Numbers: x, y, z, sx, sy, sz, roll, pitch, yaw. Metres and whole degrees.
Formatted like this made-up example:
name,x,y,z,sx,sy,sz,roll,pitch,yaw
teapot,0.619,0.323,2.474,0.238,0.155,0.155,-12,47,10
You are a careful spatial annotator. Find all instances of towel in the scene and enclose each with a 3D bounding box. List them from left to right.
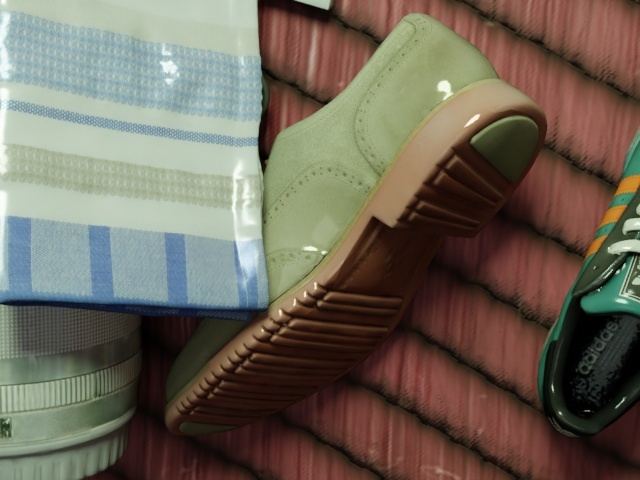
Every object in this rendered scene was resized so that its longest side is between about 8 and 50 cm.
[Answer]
name,x,y,z,sx,sy,sz,roll,pitch,yaw
towel,-0.129,-0.088,0.808,0.209,0.034,0.285,6,75,-31

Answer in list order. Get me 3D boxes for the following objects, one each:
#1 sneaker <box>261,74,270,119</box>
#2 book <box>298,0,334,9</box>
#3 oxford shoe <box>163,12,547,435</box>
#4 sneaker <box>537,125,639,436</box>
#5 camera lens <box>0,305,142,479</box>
name,x,y,z,sx,sy,sz,roll,pitch,yaw
sneaker,-0.151,-0.147,0.888,0.227,0.130,0.087,34,106,2
book,-0.048,-0.248,0.902,0.144,0.035,0.096,17,106,7
oxford shoe,0.000,0.000,0.902,0.397,0.140,0.146,-46,57,19
sneaker,0.250,0.013,0.835,0.108,0.121,0.302,24,103,7
camera lens,-0.249,0.032,0.889,0.219,0.219,0.274,3,100,11
